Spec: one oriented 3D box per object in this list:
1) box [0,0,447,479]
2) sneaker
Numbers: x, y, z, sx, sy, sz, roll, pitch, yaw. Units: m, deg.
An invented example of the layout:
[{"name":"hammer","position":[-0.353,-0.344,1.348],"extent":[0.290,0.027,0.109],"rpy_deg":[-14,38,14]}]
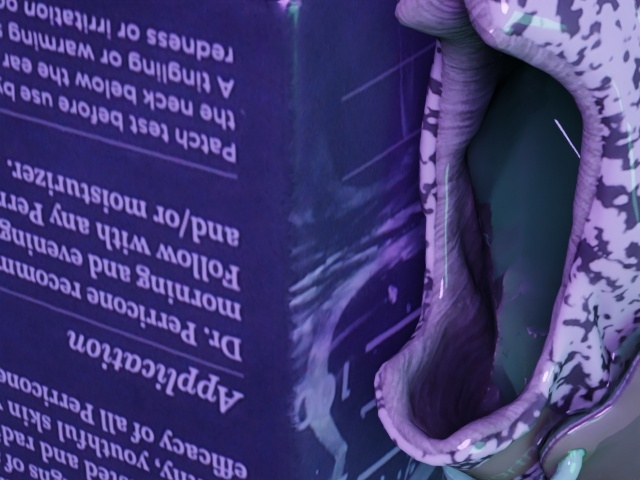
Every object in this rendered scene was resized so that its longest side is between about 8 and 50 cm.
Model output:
[{"name":"box","position":[0.000,0.000,0.770],"extent":[0.480,0.297,0.472],"rpy_deg":[-38,137,-47]},{"name":"sneaker","position":[0.080,0.046,0.517],"extent":[0.182,0.158,0.410],"rpy_deg":[-27,124,-34]}]
